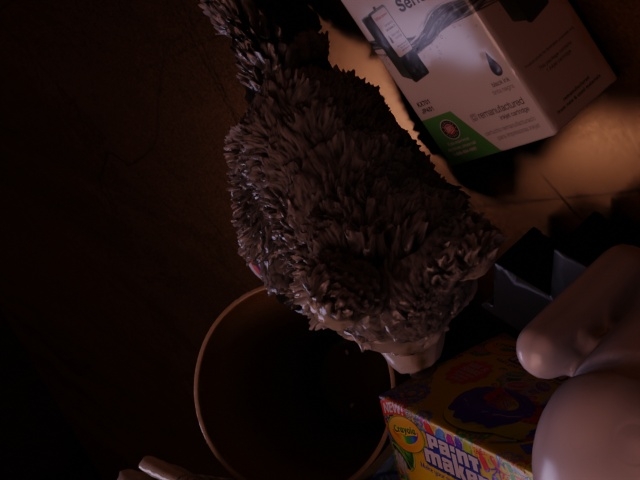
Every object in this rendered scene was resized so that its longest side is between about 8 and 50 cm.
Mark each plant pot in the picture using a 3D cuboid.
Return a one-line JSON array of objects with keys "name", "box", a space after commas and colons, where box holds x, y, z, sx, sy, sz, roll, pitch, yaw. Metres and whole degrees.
[{"name": "plant pot", "box": [0.013, 0.167, 1.430, 0.237, 0.237, 0.254, 41, -168, 18]}]

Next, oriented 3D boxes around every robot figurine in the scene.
[{"name": "robot figurine", "box": [0.282, 0.119, 0.813, 0.300, 0.353, 0.200, 35, 151, 29]}]

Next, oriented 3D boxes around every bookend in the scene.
[{"name": "bookend", "box": [0.230, 0.030, 1.101, 0.157, 0.072, 0.156, 33, 149, 32]}]

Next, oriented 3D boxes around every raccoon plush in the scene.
[{"name": "raccoon plush", "box": [-0.019, -0.081, 1.064, 0.446, 0.216, 0.299, 51, 178, -2]}]

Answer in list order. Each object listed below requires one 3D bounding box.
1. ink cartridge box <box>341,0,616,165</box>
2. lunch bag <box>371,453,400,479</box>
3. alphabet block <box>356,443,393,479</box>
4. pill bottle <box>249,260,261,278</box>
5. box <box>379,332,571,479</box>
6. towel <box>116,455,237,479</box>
[{"name": "ink cartridge box", "box": [0.116, -0.178, 0.981, 0.208, 0.087, 0.153, 55, 154, -11]}, {"name": "lunch bag", "box": [0.136, 0.284, 1.528, 0.096, 0.129, 0.151, 53, 153, -7]}, {"name": "alphabet block", "box": [0.098, 0.388, 1.656, 0.197, 0.193, 0.192, 26, 148, 39]}, {"name": "pill bottle", "box": [0.000, 0.000, 1.382, 0.193, 0.108, 0.108, -2, 124, 59]}, {"name": "box", "box": [0.235, 0.278, 1.214, 0.290, 0.177, 0.279, 17, 126, 58]}, {"name": "towel", "box": [-0.033, 0.318, 1.404, 0.324, 0.056, 0.312, 7, 170, 42]}]
